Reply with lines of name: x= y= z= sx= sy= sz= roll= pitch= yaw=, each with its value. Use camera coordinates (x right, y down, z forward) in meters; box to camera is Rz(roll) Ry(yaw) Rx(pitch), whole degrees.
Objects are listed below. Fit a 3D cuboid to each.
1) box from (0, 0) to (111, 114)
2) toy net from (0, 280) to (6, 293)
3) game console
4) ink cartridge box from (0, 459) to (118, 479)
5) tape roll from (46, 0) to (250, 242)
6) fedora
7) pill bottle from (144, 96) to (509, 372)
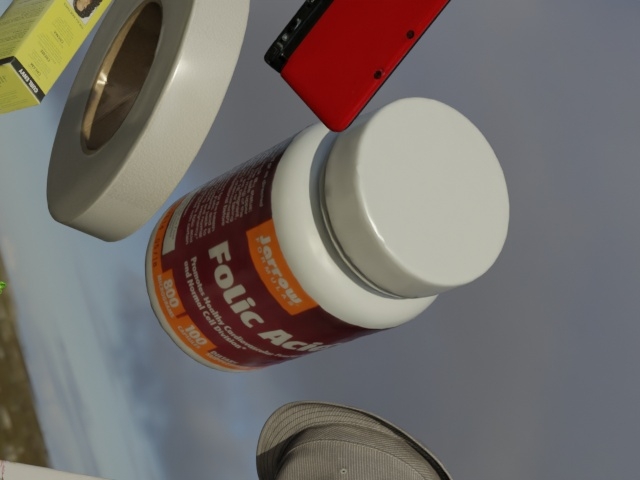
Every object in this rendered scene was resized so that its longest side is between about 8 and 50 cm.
box: x=-0.288 y=-0.229 z=1.539 sx=0.058 sy=0.087 sz=0.232 roll=55 pitch=41 yaw=-32
toy net: x=-0.559 y=0.068 z=2.032 sx=0.122 sy=0.232 sz=0.045 roll=50 pitch=24 yaw=-50
game console: x=0.037 y=-0.160 z=1.044 sx=0.085 sy=0.144 sz=0.124 roll=41 pitch=16 yaw=2
ink cartridge box: x=-0.361 y=0.339 z=1.475 sx=0.197 sy=0.270 sz=0.198 roll=-28 pitch=-125 yaw=43
tape roll: x=-0.212 y=-0.188 z=1.764 sx=0.392 sy=0.072 sz=0.392 roll=-44 pitch=-148 yaw=38
fedora: x=0.030 y=0.328 z=1.765 sx=0.124 sy=0.275 sz=0.243 roll=-56 pitch=167 yaw=-56
pill bottle: x=0.000 y=0.000 z=1.535 sx=0.392 sy=0.224 sz=0.224 roll=-24 pitch=-97 yaw=52
